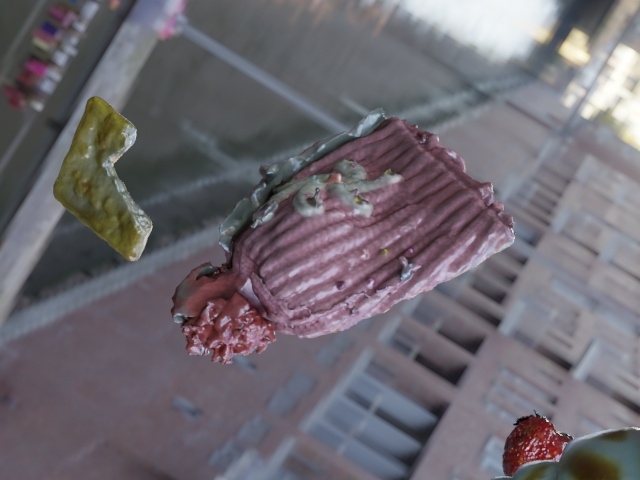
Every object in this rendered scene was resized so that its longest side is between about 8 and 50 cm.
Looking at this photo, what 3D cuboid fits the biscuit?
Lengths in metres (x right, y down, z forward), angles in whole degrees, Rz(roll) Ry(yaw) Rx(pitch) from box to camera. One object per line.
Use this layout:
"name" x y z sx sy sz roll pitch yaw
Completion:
"biscuit" -0.287 -0.088 2.297 0.039 0.174 0.183 -19 139 -52

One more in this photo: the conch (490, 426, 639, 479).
"conch" 0.280 0.207 1.130 0.368 0.197 0.249 -24 -153 39

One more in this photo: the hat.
"hat" 0.000 0.000 1.392 0.286 0.236 0.107 -32 126 -6

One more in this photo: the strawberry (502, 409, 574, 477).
"strawberry" 0.243 0.249 1.841 0.106 0.106 0.106 -57 174 -9
